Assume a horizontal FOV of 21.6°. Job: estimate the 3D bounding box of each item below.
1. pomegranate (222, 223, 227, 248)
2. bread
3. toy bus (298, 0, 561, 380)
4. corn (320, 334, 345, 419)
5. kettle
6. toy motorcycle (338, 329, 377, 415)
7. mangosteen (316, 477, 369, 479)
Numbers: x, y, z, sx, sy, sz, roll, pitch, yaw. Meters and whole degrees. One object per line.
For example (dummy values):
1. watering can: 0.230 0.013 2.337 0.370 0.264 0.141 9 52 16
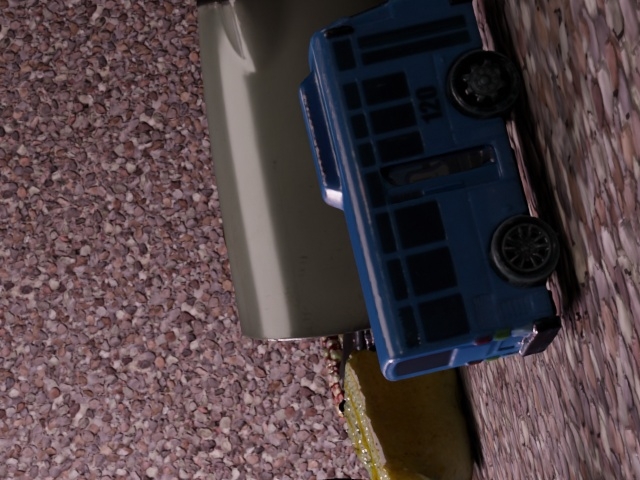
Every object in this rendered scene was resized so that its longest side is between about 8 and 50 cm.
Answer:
1. pomegranate: 0.000 0.000 1.801 0.210 0.180 0.180 44 162 25
2. bread: 0.078 0.168 1.407 0.110 0.103 0.156 -112 7 -54
3. toy bus: 0.054 -0.029 0.838 0.090 0.106 0.184 76 -179 -77
4. corn: 0.038 0.091 2.083 0.092 0.092 0.280 83 176 -69
5. kettle: 0.011 -0.074 1.215 0.240 0.165 0.255 -24 -76 -63
6. toy motorcycle: 0.065 0.133 1.534 0.212 0.084 0.118 66 -159 -54
7. mangosteen: 0.023 0.398 1.670 0.330 0.330 0.330 167 90 -88
